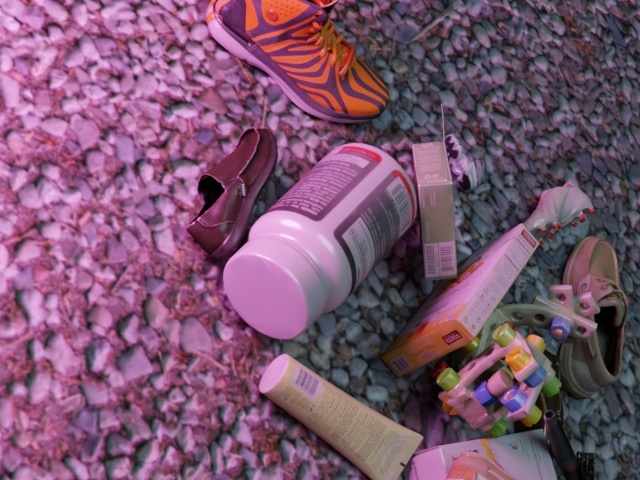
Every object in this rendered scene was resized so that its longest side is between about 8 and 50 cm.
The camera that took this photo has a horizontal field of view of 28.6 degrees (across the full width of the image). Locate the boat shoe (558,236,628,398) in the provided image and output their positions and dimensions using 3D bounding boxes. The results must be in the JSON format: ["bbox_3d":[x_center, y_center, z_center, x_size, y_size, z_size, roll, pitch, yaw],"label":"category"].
[{"bbox_3d":[0.461,0.114,2.054,0.109,0.098,0.302,32,52,-21],"label":"boat shoe"}]

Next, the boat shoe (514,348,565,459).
[{"bbox_3d":[0.340,0.257,1.903,0.073,0.073,0.207,22,56,-25],"label":"boat shoe"}]

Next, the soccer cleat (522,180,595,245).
[{"bbox_3d":[0.384,-0.047,2.106,0.196,0.068,0.076,-21,67,-44],"label":"soccer cleat"}]

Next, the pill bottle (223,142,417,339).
[{"bbox_3d":[0.000,0.000,1.710,0.161,0.161,0.283,50,47,-6],"label":"pill bottle"}]

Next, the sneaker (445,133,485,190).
[{"bbox_3d":[0.241,-0.132,2.054,0.069,0.038,0.098,-21,91,-44],"label":"sneaker"}]

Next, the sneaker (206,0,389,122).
[{"bbox_3d":[0.002,-0.295,1.849,0.321,0.180,0.125,27,54,-25],"label":"sneaker"}]

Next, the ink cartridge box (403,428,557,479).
[{"bbox_3d":[0.233,0.358,1.755,0.212,0.093,0.154,-1,69,-36],"label":"ink cartridge box"}]

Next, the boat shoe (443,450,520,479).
[{"bbox_3d":[0.291,0.375,1.655,0.302,0.113,0.103,31,62,-23],"label":"boat shoe"}]

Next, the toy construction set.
[{"bbox_3d":[0.272,0.155,1.790,0.151,0.215,0.327,52,35,0],"label":"toy construction set"}]

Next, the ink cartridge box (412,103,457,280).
[{"bbox_3d":[0.170,-0.076,1.880,0.056,0.171,0.235,-6,35,3],"label":"ink cartridge box"}]

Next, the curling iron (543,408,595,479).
[{"bbox_3d":[0.358,0.306,1.831,0.274,0.035,0.068,51,46,-52],"label":"curling iron"}]

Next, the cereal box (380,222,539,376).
[{"bbox_3d":[0.204,0.086,1.818,0.047,0.173,0.240,48,47,-7],"label":"cereal box"}]

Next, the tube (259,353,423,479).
[{"bbox_3d":[0.026,0.242,1.679,0.240,0.070,0.062,36,31,-19],"label":"tube"}]

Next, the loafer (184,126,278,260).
[{"bbox_3d":[-0.122,-0.079,1.709,0.078,0.080,0.220,34,51,-21],"label":"loafer"}]
